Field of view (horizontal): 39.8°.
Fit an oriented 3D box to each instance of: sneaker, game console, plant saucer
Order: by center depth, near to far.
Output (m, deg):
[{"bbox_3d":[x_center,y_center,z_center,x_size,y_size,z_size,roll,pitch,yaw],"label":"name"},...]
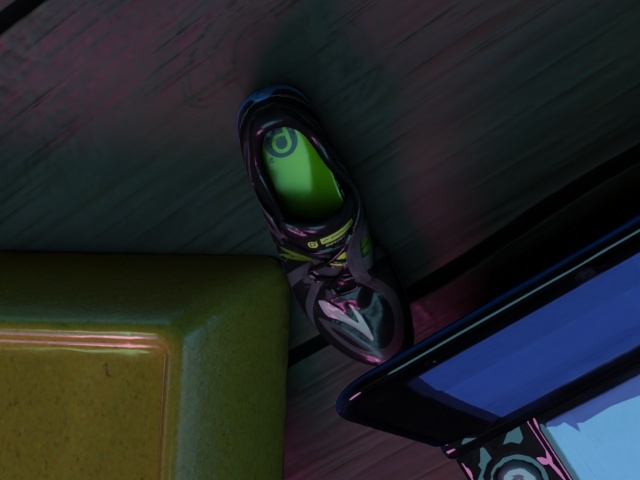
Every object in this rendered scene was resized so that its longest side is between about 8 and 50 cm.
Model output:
[{"bbox_3d":[0.202,0.099,0.481,0.293,0.173,0.250,-33,90,18],"label":"game console"},{"bbox_3d":[0.000,0.000,0.525,0.067,0.078,0.188,-23,107,6],"label":"sneaker"},{"bbox_3d":[-0.193,0.165,0.529,0.333,0.081,0.332,1,81,6],"label":"plant saucer"}]
